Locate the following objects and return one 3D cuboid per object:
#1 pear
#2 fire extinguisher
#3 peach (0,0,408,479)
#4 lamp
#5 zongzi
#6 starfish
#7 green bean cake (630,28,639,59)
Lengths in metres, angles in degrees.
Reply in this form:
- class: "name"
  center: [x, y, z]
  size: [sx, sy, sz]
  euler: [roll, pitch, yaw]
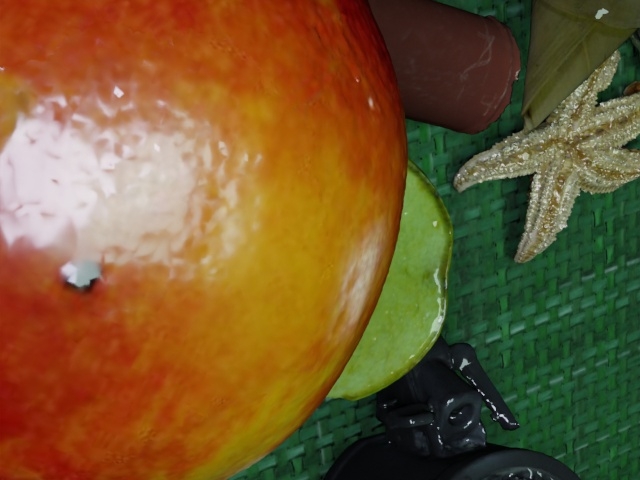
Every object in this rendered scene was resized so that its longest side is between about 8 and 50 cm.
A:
- class: "pear"
  center: [0.000, 0.000, 0.916]
  size: [0.255, 0.164, 0.238]
  euler: [9, 101, -38]
- class: "fire extinguisher"
  center: [-0.007, -0.152, 0.907]
  size: [0.336, 0.106, 0.147]
  euler: [9, 126, -29]
- class: "peach"
  center: [-0.132, -0.043, 0.630]
  size: [0.388, 0.388, 0.389]
  euler: [-9, 111, -26]
- class: "lamp"
  center: [0.126, 0.293, 1.018]
  size: [0.205, 0.272, 0.374]
  euler: [-9, 111, -24]
- class: "zongzi"
  center: [0.192, -0.287, 0.933]
  size: [0.274, 0.145, 0.300]
  euler: [45, 100, -2]
- class: "starfish"
  center: [0.239, -0.082, 1.080]
  size: [0.238, 0.071, 0.216]
  euler: [-8, 104, -20]
- class: "green bean cake"
  center: [0.435, -0.241, 1.092]
  size: [0.255, 0.132, 0.241]
  euler: [-47, 119, -11]
